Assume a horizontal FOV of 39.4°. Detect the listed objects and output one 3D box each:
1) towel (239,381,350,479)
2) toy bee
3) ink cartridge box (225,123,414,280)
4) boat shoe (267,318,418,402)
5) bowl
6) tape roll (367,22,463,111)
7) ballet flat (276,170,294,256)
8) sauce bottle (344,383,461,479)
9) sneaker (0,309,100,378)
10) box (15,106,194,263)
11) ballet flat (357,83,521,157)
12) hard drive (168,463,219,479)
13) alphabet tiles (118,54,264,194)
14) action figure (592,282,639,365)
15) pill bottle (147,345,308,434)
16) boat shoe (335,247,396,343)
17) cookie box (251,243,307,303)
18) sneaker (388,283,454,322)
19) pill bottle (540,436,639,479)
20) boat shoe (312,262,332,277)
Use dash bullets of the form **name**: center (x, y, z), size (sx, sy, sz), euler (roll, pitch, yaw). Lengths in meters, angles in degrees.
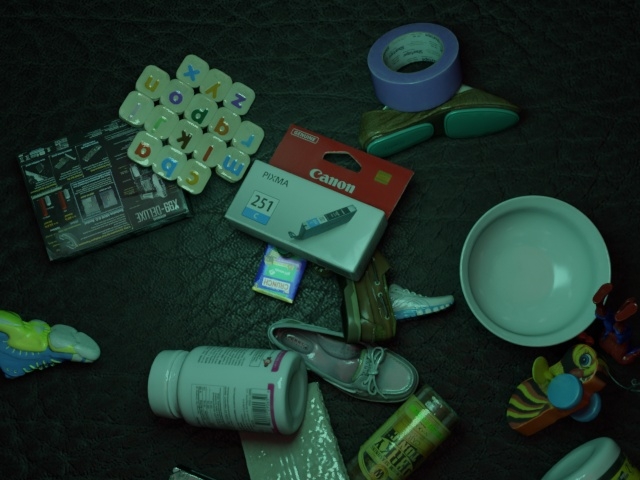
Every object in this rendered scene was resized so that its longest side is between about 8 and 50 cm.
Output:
- **towel**: center (-0.050, 0.429, 1.748), size (0.187, 0.049, 0.282), euler (-20, 58, 3)
- **toy bee**: center (0.504, 0.271, 1.755), size (0.298, 0.195, 0.162), euler (-13, 52, 16)
- **ink cartridge box**: center (-0.001, -0.093, 1.779), size (0.296, 0.066, 0.261), euler (23, 75, 18)
- **boat shoe**: center (0.044, 0.240, 1.794), size (0.320, 0.103, 0.118), euler (24, 83, 4)
- **bowl**: center (0.419, 0.067, 1.797), size (0.298, 0.134, 0.297), euler (0, 82, 1)
- **tape roll**: center (0.196, -0.358, 1.842), size (0.189, 0.080, 0.189), euler (-9, 51, 10)
- **ballet flat**: center (-0.057, -0.052, 1.852), size (0.070, 0.070, 0.188), euler (3, 75, 1)
- **sauce bottle**: center (0.126, 0.438, 1.763), size (0.111, 0.111, 0.344), euler (44, 88, 6)
- **sneaker**: center (-0.574, 0.231, 1.827), size (0.240, 0.091, 0.126), euler (19, 101, 3)
- **box**: center (-0.447, -0.116, 1.866), size (0.307, 0.076, 0.242), euler (-21, 82, -2)
- **ballet flat**: center (0.240, -0.268, 1.872), size (0.342, 0.116, 0.124), euler (-14, 63, 3)
- **hard drive**: center (-0.245, 0.646, 1.764), size (0.237, 0.064, 0.339), euler (22, 84, 4)
- **alphabet tiles**: center (-0.265, -0.242, 1.858), size (0.284, 0.021, 0.278), euler (30, 67, -11)
- **action figure**: center (0.601, 0.152, 1.722), size (0.139, 0.280, 0.091), euler (-39, 57, -7)
- **pill bottle**: center (-0.180, 0.287, 1.741), size (0.283, 0.160, 0.160), euler (2, 82, 17)
- **boat shoe**: center (0.089, 0.064, 1.804), size (0.104, 0.110, 0.307), euler (-1, 67, -7)
- **cookie box**: center (-0.083, 0.068, 1.852), size (0.092, 0.040, 0.107), euler (19, 83, 3)
- **sneaker**: center (0.177, 0.124, 1.828), size (0.191, 0.071, 0.083), euler (-11, 76, -1)
- **pill bottle**: center (0.584, 0.559, 1.700), size (0.188, 0.188, 0.334), euler (-38, 84, -4)
- **boat shoe**: center (0.002, 0.000, 1.863), size (0.056, 0.048, 0.153), euler (-12, 75, 9)
